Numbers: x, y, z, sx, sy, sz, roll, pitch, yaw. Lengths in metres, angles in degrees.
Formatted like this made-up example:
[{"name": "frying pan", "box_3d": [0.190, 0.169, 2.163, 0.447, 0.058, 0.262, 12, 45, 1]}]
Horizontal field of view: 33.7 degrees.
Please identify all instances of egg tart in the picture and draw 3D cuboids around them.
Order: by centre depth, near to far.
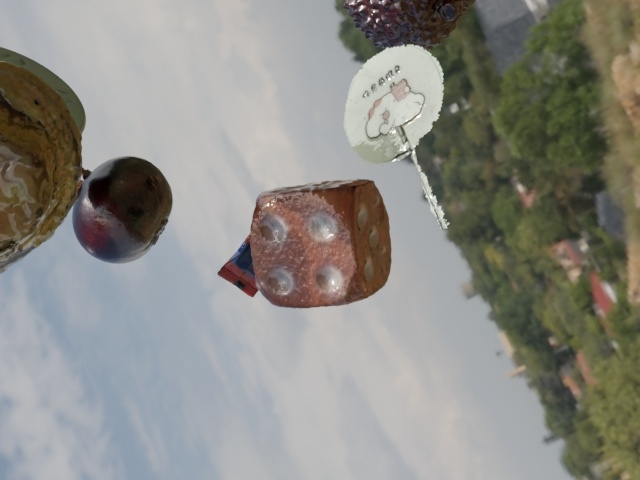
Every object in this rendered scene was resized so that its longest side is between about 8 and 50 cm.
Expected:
[{"name": "egg tart", "box_3d": [-0.489, -0.082, 1.462, 0.150, 0.352, 0.352, 41, 166, 54]}]

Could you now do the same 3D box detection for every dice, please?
[{"name": "dice", "box_3d": [0.000, 0.000, 1.588, 0.175, 0.174, 0.179, -32, -65, -64]}]

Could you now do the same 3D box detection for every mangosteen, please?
[{"name": "mangosteen", "box_3d": [-0.449, -0.080, 2.241, 0.261, 0.235, 0.235, 28, -174, 3]}]

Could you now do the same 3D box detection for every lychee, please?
[{"name": "lychee", "box_3d": [0.185, -0.546, 2.216, 0.330, 0.306, 0.306, 42, 173, 35]}]

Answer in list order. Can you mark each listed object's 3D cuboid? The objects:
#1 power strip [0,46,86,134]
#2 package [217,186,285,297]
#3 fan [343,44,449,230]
[{"name": "power strip", "box_3d": [-0.647, -0.238, 2.055, 0.358, 0.161, 0.357, 22, -147, -16]}, {"name": "package", "box_3d": [-0.096, 0.003, 1.911, 0.083, 0.200, 0.022, 37, -179, -17]}, {"name": "fan", "box_3d": [0.125, -0.149, 1.554, 0.009, 0.191, 0.329, 17, -134, -47]}]
